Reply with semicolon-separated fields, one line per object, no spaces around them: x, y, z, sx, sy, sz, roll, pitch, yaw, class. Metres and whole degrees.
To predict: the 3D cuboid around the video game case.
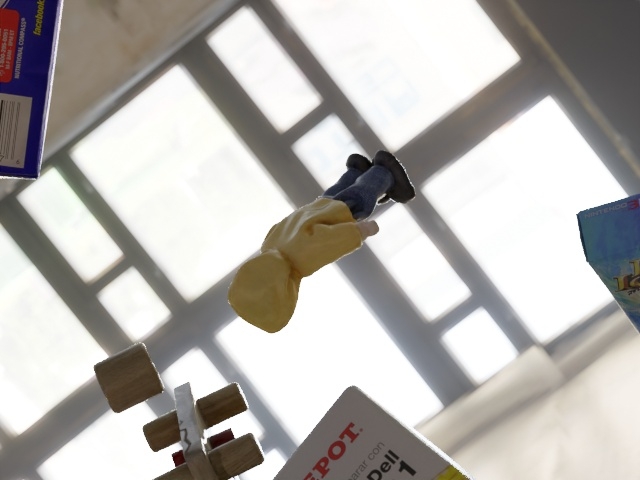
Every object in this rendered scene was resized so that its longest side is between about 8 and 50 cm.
0.410;0.012;1.370;0.270;0.061;0.244;-17;147;21;video game case

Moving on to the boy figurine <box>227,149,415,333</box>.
0.000;0.000;1.781;0.177;0.092;0.285;-4;-143;51;boy figurine

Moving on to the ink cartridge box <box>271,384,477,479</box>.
0.069;0.264;0.999;0.201;0.278;0.117;-51;145;-3;ink cartridge box

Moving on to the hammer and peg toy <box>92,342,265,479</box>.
-0.115;0.250;1.581;0.127;0.361;0.266;-26;-167;-3;hammer and peg toy

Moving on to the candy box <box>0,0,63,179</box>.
-0.308;-0.191;1.319;0.317;0.122;0.268;-171;-91;-76;candy box
